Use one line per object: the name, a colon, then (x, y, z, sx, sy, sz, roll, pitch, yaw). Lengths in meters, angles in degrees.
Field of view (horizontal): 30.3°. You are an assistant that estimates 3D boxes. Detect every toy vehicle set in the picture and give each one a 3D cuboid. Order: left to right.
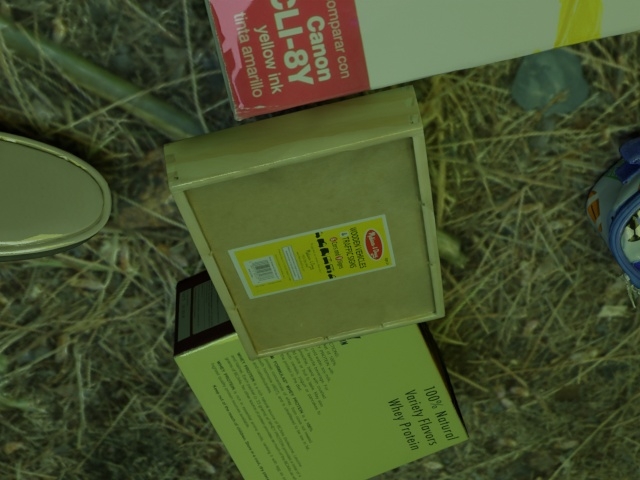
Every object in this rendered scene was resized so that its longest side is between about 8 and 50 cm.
toy vehicle set: (0.000, 0.000, 0.858, 0.166, 0.035, 0.267, -13, 149, 2)

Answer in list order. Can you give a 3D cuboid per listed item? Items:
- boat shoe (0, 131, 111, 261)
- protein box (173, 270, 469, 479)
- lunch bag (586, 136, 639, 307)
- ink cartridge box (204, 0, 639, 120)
boat shoe: (-0.349, -0.032, 1.011, 0.335, 0.095, 0.112, -2, 82, -10)
protein box: (-0.001, 0.109, 1.086, 0.201, 0.136, 0.199, -23, 117, 6)
lunch bag: (0.402, -0.039, 1.069, 0.303, 0.115, 0.243, -41, 112, 14)
ink cartridge box: (0.104, -0.243, 0.830, 0.385, 0.279, 0.160, -13, 119, 1)
